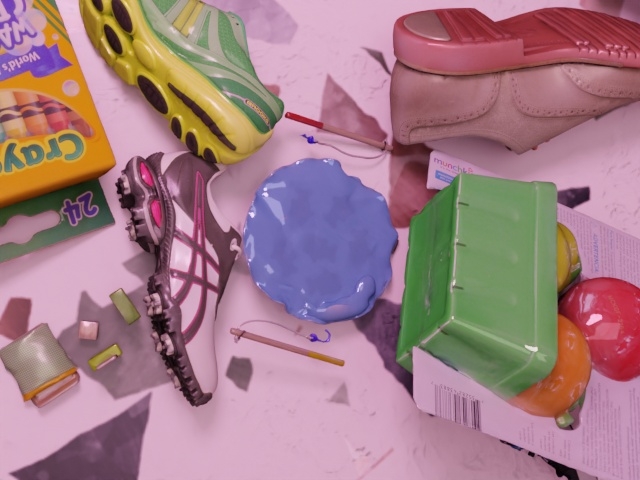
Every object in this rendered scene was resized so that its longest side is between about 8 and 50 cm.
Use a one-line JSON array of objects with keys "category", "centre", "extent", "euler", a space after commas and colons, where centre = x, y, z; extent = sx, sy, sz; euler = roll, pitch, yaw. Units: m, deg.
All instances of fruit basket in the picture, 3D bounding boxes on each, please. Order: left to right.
[{"category": "fruit basket", "centre": [0.251, 0.093, 1.087], "extent": [0.353, 0.165, 0.327], "euler": [25, 52, -23]}]

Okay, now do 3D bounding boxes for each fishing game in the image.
[{"category": "fishing game", "centre": [0.000, 0.000, 1.120], "extent": [0.189, 0.041, 0.264], "euler": [14, 78, -22]}]

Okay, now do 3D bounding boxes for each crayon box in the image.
[{"category": "crayon box", "centre": [-0.343, -0.142, 1.021], "extent": [0.203, 0.083, 0.323], "euler": [-22, 93, -27]}]

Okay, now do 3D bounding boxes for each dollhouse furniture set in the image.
[{"category": "dollhouse furniture set", "centre": [-0.260, 0.110, 1.064], "extent": [0.151, 0.058, 0.076], "euler": [-33, 94, -10]}]

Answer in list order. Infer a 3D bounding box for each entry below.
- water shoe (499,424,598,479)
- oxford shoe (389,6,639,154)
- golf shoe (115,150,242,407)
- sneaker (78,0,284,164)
[{"category": "water shoe", "centre": [0.239, 0.212, 1.156], "extent": [0.080, 0.073, 0.203], "euler": [-32, 87, 8]}, {"category": "oxford shoe", "centre": [0.257, -0.178, 1.156], "extent": [0.396, 0.140, 0.147], "euler": [-1, 121, -16]}, {"category": "golf shoe", "centre": [-0.131, 0.037, 1.072], "extent": [0.120, 0.105, 0.273], "euler": [-12, 92, -20]}, {"category": "sneaker", "centre": [-0.153, -0.212, 1.087], "extent": [0.295, 0.109, 0.123], "euler": [52, 49, 2]}]
